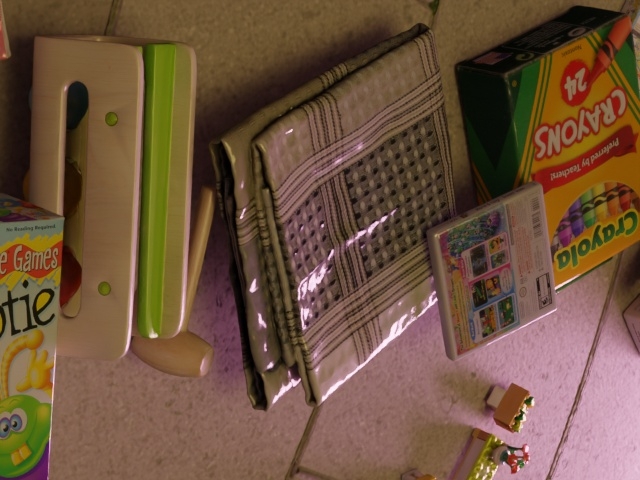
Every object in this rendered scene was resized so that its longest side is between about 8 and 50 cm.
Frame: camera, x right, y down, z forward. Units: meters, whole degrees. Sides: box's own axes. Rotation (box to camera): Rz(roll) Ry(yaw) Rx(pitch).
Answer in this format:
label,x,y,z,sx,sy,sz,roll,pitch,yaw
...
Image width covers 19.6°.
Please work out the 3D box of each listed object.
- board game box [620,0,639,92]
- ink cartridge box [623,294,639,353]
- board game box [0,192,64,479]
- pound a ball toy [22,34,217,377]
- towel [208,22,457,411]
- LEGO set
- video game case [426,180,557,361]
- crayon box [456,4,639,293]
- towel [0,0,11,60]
label,x,y,z,sx,sy,sz,roll,pitch,yaw
board game box,0.386,-0.201,2.155,0.154,0.026,0.103,35,79,-41
ink cartridge box,0.493,0.092,2.204,0.153,0.208,0.087,-45,126,-23
board game box,-0.318,0.104,1.556,0.144,0.142,0.275,-5,105,-40
pound a ball toy,-0.186,-0.023,1.666,0.208,0.136,0.319,-20,115,-69
towel,0.030,-0.019,1.825,0.324,0.056,0.312,-33,128,-38
LEGO set,0.165,0.280,2.043,0.287,0.107,0.132,-31,120,-31
video game case,0.183,0.032,1.952,0.143,0.019,0.157,-24,121,-24
crayon box,0.269,-0.076,2.053,0.202,0.081,0.318,-29,119,-32
towel,-0.349,-0.202,1.522,0.197,0.029,0.144,-16,111,-37
